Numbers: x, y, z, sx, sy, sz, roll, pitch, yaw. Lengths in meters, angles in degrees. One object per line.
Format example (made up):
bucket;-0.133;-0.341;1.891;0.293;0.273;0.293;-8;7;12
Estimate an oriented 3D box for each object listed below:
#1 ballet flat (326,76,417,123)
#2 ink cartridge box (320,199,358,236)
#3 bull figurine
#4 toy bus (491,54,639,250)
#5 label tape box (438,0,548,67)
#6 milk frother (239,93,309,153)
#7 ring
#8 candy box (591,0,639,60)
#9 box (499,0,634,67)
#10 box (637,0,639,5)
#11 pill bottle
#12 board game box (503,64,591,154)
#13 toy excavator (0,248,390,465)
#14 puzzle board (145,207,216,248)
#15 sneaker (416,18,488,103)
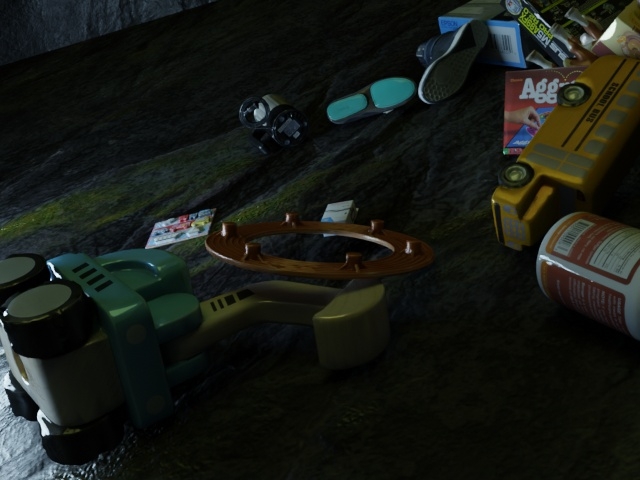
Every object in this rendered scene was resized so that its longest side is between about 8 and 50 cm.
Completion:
ballet flat;0.112;-0.298;1.848;0.203;0.074;0.074;-17;27;15
ink cartridge box;0.033;-0.042;1.475;0.048;0.028;0.083;-8;29;19
bull figurine;0.483;-0.314;1.562;0.101;0.188;0.310;-47;1;35
toy bus;0.380;-0.126;1.268;0.130;0.108;0.333;23;61;31
label tape box;0.481;-0.519;1.967;0.347;0.115;0.249;-34;32;-23
milk frother;-0.115;-0.274;1.860;0.129;0.143;0.135;-31;32;-8
ring;0.000;0.000;1.269;0.336;0.032;0.336;2;13;0
candy box;0.635;-0.371;1.531;0.183;0.087;0.316;41;52;9
box;0.540;-0.489;1.793;0.270;0.060;0.216;-34;76;-24
box;0.639;-0.341;1.378;0.128;0.123;0.257;-6;60;-24
pill bottle;0.367;0.049;1.006;0.121;0.121;0.216;-30;30;-20
board game box;0.439;-0.215;1.422;0.281;0.145;0.027;2;1;35
toy excavator;-0.190;0.110;1.179;0.445;0.222;0.433;-25;28;-29
puzzle board;-0.265;-0.025;1.647;0.128;0.011;0.096;-14;28;11
sneaker;0.253;-0.373;1.884;0.226;0.086;0.163;-52;22;-20
